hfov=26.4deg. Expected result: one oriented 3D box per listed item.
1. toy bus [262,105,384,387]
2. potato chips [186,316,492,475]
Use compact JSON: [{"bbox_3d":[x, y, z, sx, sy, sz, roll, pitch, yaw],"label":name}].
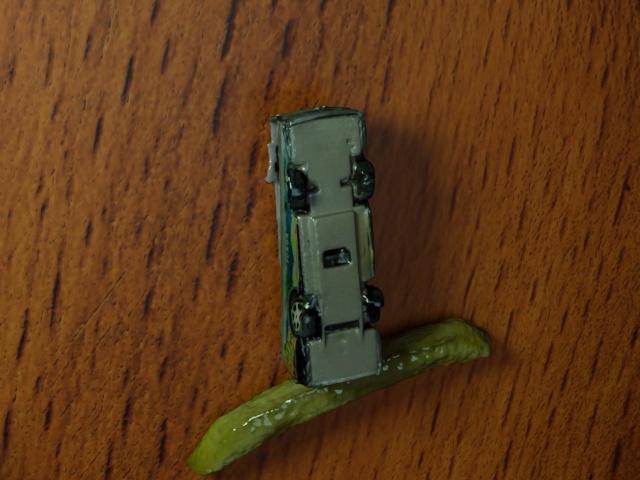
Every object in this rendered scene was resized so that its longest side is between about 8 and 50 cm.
[{"bbox_3d":[0.000,0.000,1.560,0.112,0.138,0.317,-7,107,-18],"label":"toy bus"},{"bbox_3d":[0.022,0.179,1.649,0.407,0.057,0.080,-23,129,-7],"label":"potato chips"}]
